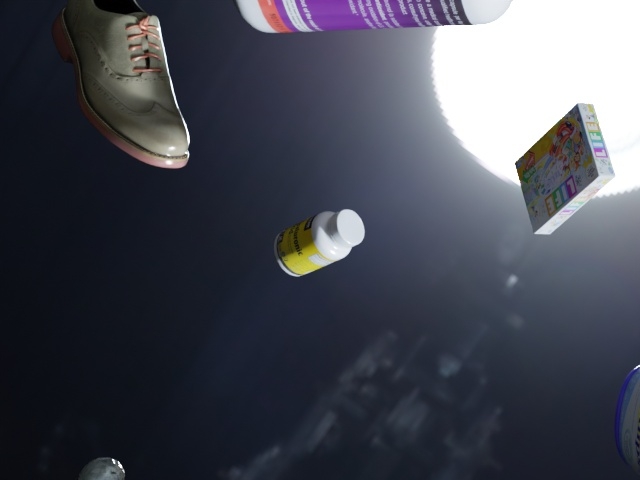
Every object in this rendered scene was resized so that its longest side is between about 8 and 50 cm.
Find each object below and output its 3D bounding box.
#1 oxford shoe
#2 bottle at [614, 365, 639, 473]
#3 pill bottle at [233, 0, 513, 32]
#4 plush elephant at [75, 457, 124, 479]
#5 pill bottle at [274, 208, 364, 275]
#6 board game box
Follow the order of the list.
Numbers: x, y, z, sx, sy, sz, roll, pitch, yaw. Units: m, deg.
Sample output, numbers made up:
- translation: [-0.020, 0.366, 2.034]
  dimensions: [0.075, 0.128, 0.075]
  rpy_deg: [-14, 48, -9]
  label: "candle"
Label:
- translation: [-0.264, -0.241, 2.206]
  dimensions: [0.123, 0.130, 0.348]
  rpy_deg: [-1, -136, -42]
  label: "oxford shoe"
- translation: [0.350, 0.184, 1.530]
  dimensions: [0.092, 0.118, 0.283]
  rpy_deg: [7, -178, -3]
  label: "bottle"
- translation: [0.077, -0.298, 1.586]
  dimensions: [0.323, 0.181, 0.181]
  rpy_deg: [1, -176, 17]
  label: "pill bottle"
- translation: [-0.136, 0.421, 1.852]
  dimensions: [0.272, 0.255, 0.330]
  rpy_deg: [-89, -14, -74]
  label: "plush elephant"
- translation: [0.000, 0.000, 2.069]
  dimensions: [0.065, 0.116, 0.065]
  rpy_deg: [20, -121, -38]
  label: "pill bottle"
- translation: [0.300, -0.088, 2.004]
  dimensions: [0.026, 0.154, 0.103]
  rpy_deg: [0, -117, -27]
  label: "board game box"
